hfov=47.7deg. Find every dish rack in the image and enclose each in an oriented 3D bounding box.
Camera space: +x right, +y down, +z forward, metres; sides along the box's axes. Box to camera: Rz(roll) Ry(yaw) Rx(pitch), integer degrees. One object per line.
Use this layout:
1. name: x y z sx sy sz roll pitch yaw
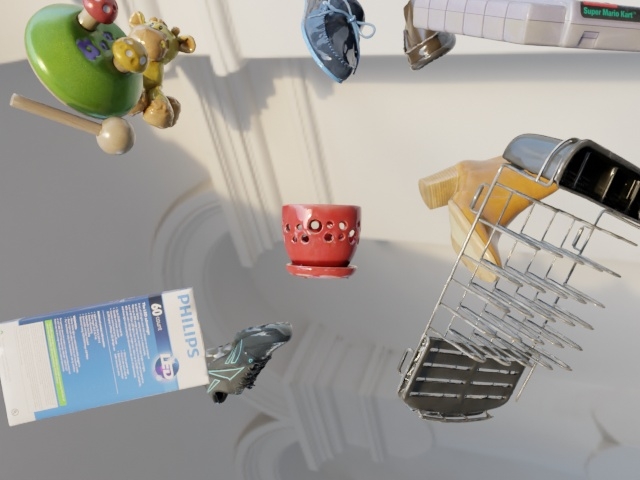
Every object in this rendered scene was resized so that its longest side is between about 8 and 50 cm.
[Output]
1. dish rack: 0.183 0.049 0.631 0.208 0.074 0.272 14 -76 -42

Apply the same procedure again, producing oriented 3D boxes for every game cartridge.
1. game cartridge: 0.331 -0.289 0.956 0.355 0.230 0.068 -6 -72 -28

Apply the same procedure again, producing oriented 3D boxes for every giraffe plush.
1. giraffe plush: -0.315 -0.319 1.317 0.181 0.210 0.171 23 -78 -24

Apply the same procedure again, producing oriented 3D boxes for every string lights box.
1. string lights box: -0.289 0.151 0.978 0.077 0.259 0.133 170 90 -79

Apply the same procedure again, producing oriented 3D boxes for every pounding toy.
1. pounding toy: -0.304 -0.253 1.000 0.183 0.110 0.237 30 -136 -37

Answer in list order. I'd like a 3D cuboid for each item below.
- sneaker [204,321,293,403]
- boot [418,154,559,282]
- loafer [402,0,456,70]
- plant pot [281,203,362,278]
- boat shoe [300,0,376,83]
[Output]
1. sneaker: -0.139 0.233 1.392 0.101 0.267 0.106 1 -115 -46
2. boot: 0.308 -0.060 1.209 0.295 0.211 0.104 -114 9 -52
3. loafer: 0.154 -0.334 1.109 0.078 0.080 0.220 49 -151 -26
4. plant pot: 0.000 0.000 1.710 0.191 0.191 0.174 -1 -85 -67
5. boat shoe: 0.023 -0.352 1.132 0.109 0.089 0.258 33 -145 -40
